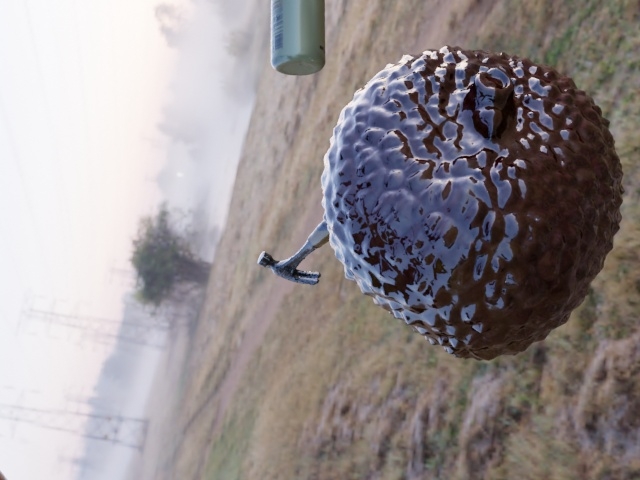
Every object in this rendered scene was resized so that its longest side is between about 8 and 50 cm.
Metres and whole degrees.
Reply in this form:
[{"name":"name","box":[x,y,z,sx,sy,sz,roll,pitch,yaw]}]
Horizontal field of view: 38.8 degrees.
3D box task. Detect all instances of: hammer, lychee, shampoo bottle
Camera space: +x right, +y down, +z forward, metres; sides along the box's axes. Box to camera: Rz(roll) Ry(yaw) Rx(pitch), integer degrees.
[{"name":"hammer","box":[0.000,0.000,1.086,0.201,0.078,0.021,-42,25,50]},{"name":"lychee","box":[0.126,-0.034,0.774,0.260,0.261,0.260,-169,90,-81]},{"name":"shampoo bottle","box":[-0.032,-0.325,1.315,0.079,0.079,0.161,140,131,-76]}]

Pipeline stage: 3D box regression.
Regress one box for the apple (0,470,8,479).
[{"name":"apple","box":[-0.386,0.342,0.836,0.295,0.329,0.364,-33,-61,-55]}]
